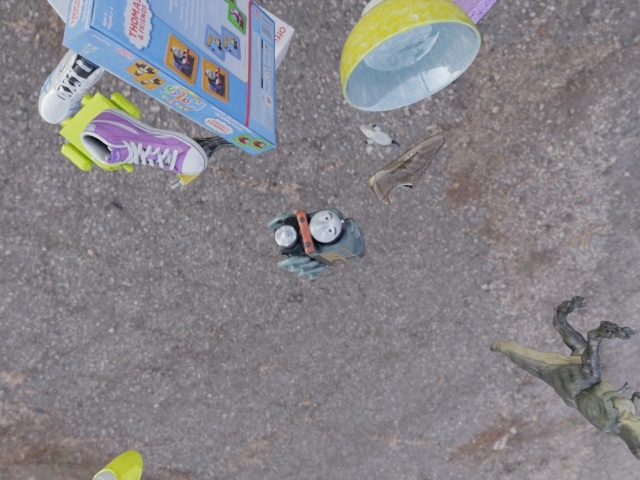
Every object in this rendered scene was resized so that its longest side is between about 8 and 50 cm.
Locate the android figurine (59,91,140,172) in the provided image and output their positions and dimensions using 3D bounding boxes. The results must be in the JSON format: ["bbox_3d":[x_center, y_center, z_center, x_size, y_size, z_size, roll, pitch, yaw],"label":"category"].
[{"bbox_3d":[-0.643,-0.318,1.524,0.272,0.056,0.248,39,80,-6],"label":"android figurine"}]

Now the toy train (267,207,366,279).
[{"bbox_3d":[0.000,0.000,1.231,0.190,0.142,0.334,-17,167,9],"label":"toy train"}]

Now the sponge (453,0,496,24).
[{"bbox_3d":[0.377,-0.595,1.292,0.031,0.210,0.117,36,109,-20],"label":"sponge"}]

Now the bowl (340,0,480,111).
[{"bbox_3d":[0.161,-0.408,1.046,0.289,0.156,0.289,-16,166,-4],"label":"bowl"}]

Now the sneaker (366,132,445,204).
[{"bbox_3d":[0.182,-0.143,1.032,0.188,0.066,0.071,-34,93,-6],"label":"sneaker"}]

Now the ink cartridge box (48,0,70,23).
[{"bbox_3d":[-0.637,-0.597,1.337,0.071,0.324,0.330,-35,114,-4],"label":"ink cartridge box"}]

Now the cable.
[{"bbox_3d":[-0.290,-0.245,1.387,0.287,0.140,0.072,-23,142,3],"label":"cable"}]

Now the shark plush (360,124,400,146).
[{"bbox_3d":[0.220,-0.378,1.843,0.161,0.067,0.073,7,114,-18],"label":"shark plush"}]

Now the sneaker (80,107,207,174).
[{"bbox_3d":[-0.418,-0.202,1.213,0.281,0.161,0.102,20,123,-7],"label":"sneaker"}]

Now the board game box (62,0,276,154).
[{"bbox_3d":[-0.119,-0.193,0.474,0.039,0.160,0.211,-13,158,30],"label":"board game box"}]

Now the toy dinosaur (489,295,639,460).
[{"bbox_3d":[0.278,0.130,0.553,0.063,0.268,0.118,0,106,-24],"label":"toy dinosaur"}]

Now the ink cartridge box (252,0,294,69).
[{"bbox_3d":[-0.236,-0.527,1.338,0.278,0.202,0.117,31,159,-10],"label":"ink cartridge box"}]

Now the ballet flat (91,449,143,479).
[{"bbox_3d":[-0.396,0.468,0.879,0.231,0.077,0.077,-55,152,-14],"label":"ballet flat"}]

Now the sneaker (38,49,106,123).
[{"bbox_3d":[-0.517,-0.348,1.085,0.085,0.086,0.237,37,93,-23],"label":"sneaker"}]
